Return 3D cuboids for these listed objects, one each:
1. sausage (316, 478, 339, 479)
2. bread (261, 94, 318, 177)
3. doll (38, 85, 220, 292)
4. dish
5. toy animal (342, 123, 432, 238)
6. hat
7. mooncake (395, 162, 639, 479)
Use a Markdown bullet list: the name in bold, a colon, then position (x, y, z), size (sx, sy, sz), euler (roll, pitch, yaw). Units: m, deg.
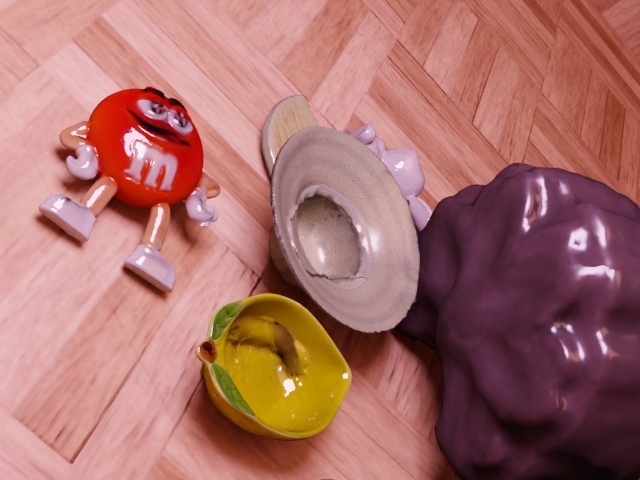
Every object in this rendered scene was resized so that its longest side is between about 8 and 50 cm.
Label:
- **sausage**: position (0.054, 0.298, 0.940), size (0.197, 0.076, 0.076), euler (29, 44, -29)
- **bread**: position (-0.027, -0.090, 1.169), size (0.112, 0.036, 0.193), euler (-21, 83, -48)
- **doll**: position (-0.179, -0.074, 0.949), size (0.183, 0.085, 0.217), euler (34, 51, -25)
- **dish**: position (-0.063, 0.135, 0.925), size (0.207, 0.080, 0.149), euler (19, 54, -41)
- **toy animal**: position (0.093, -0.074, 1.266), size (0.181, 0.131, 0.127), euler (35, 74, -16)
- **hat**: position (0.000, 0.000, 1.069), size (0.252, 0.110, 0.252), euler (25, 53, -39)
- **mooncake**: position (0.244, 0.096, 1.064), size (0.212, 0.351, 0.381), euler (15, 29, -29)
